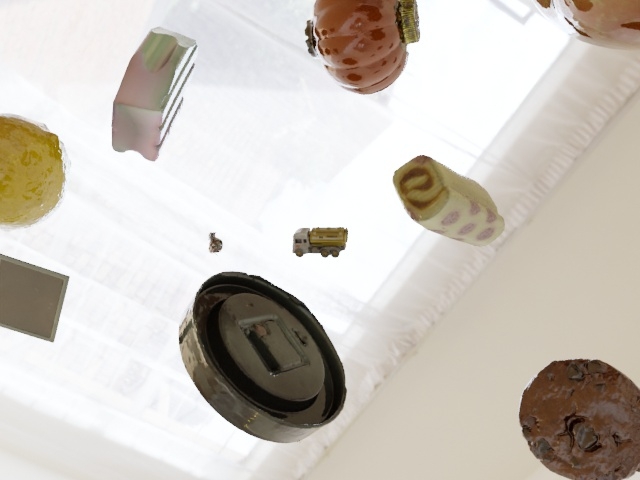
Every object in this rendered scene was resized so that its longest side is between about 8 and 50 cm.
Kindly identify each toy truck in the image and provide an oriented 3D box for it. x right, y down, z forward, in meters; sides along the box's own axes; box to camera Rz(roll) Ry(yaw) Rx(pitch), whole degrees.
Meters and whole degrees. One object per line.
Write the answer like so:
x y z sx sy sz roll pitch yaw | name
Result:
0.000 0.000 1.269 0.052 0.123 0.062 -63 151 -67 | toy truck

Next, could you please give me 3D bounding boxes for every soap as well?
-0.369 -0.354 1.346 0.323 0.109 0.193 -82 -169 -46 | soap

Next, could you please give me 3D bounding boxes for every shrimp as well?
-0.201 0.009 1.119 0.092 0.029 0.038 95 -3 -76 | shrimp

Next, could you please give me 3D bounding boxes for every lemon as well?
-0.604 -0.132 1.143 0.233 0.234 0.288 -62 -168 -6 | lemon

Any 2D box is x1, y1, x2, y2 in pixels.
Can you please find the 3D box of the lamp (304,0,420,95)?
0.073 -0.366 1.032 0.223 0.197 0.223 -5 90 -70 | lamp

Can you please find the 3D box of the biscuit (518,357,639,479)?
0.397 0.269 0.887 0.192 0.192 0.049 -60 159 3 | biscuit

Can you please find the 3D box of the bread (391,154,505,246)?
0.347 -0.097 1.600 0.155 0.338 0.187 -38 -123 27 | bread

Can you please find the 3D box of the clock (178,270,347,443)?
-0.095 0.194 1.027 0.067 0.325 0.325 -47 -165 24 | clock

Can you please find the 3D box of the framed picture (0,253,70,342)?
-0.586 0.117 1.184 0.011 0.142 0.183 -88 -160 -60 | framed picture

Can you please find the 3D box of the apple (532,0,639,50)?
0.342 -0.347 0.609 0.277 0.319 0.319 -27 -155 25 | apple
